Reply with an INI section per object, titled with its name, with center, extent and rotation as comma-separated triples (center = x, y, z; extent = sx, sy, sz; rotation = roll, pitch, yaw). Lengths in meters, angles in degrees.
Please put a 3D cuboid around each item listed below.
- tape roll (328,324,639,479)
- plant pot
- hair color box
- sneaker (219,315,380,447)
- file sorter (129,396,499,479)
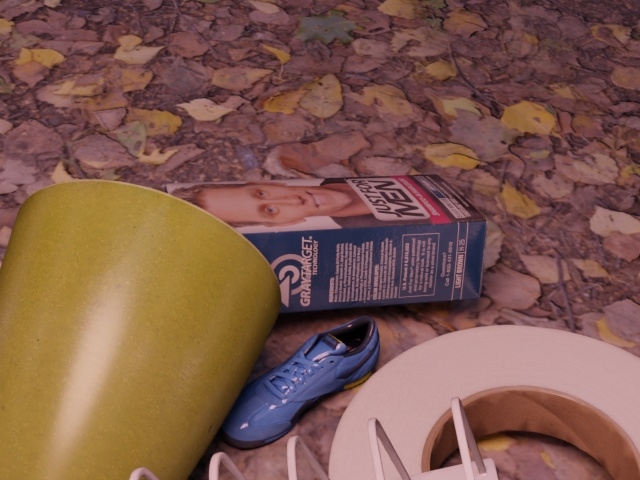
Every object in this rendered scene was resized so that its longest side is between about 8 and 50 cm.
[tape roll]
center = 0.197, 0.239, 0.941
extent = 0.392, 0.072, 0.392
rotation = -1, 41, 1
[plant pot]
center = -0.203, 0.144, 0.906
extent = 0.274, 0.275, 0.294
rotation = 13, 56, 4
[hair color box]
center = 0.000, 0.000, 1.158
extent = 0.347, 0.105, 0.174
rotation = -4, 22, -14
[sneaker]
center = -0.021, 0.141, 1.048
extent = 0.209, 0.082, 0.069
rotation = -27, 54, -32
[file sorter]
center = 0.009, 0.255, 0.765
extent = 0.277, 0.173, 0.193
rotation = -14, 50, 8
